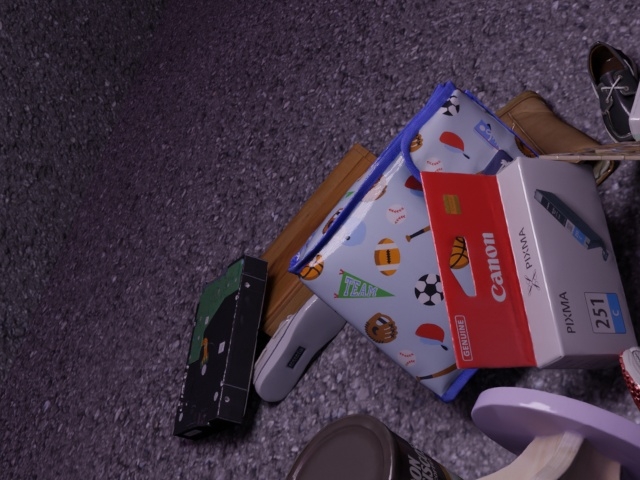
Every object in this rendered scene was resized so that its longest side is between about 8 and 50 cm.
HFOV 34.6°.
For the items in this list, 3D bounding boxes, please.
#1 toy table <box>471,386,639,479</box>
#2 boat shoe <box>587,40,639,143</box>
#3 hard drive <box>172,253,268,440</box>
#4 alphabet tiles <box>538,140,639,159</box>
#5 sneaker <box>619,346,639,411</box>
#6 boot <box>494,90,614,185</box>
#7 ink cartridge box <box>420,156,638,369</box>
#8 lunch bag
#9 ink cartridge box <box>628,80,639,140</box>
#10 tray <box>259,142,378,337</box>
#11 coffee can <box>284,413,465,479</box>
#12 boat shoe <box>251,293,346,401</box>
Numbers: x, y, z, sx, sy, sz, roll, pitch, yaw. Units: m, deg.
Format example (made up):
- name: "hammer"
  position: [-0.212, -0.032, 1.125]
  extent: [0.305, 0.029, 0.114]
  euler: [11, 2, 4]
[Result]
- name: "toy table"
  position: [0.293, 0.303, 1.248]
  extent: [0.274, 0.252, 0.161]
  euler: [6, 54, 37]
- name: "boat shoe"
  position: [0.489, -0.242, 1.699]
  extent: [0.084, 0.079, 0.233]
  euler: [-31, 38, 29]
- name: "hard drive"
  position: [-0.200, 0.219, 2.069]
  extent: [0.237, 0.064, 0.339]
  euler: [-33, 44, 55]
- name: "alphabet tiles"
  position: [0.474, -0.135, 1.498]
  extent: [0.198, 0.237, 0.009]
  euler: [6, 105, 56]
- name: "sneaker"
  position: [0.455, 0.202, 1.286]
  extent: [0.093, 0.088, 0.225]
  euler: [-31, 32, -2]
- name: "boot"
  position: [0.346, -0.131, 1.768]
  extent: [0.236, 0.089, 0.269]
  euler: [-45, 32, 13]
- name: "ink cartridge box"
  position: [0.287, 0.029, 1.412]
  extent: [0.066, 0.261, 0.296]
  euler: [-43, 50, 55]
- name: "lunch bag"
  position: [0.189, -0.004, 1.572]
  extent: [0.385, 0.328, 0.239]
  euler: [-48, 4, 1]
- name: "ink cartridge box"
  position: [0.588, -0.233, 1.520]
  extent: [0.225, 0.056, 0.181]
  euler: [4, 56, 34]
- name: "tray"
  position: [0.000, 0.000, 2.118]
  extent: [0.411, 0.076, 0.203]
  euler: [-51, 30, 4]
- name: "coffee can"
  position: [0.108, 0.380, 1.360]
  extent: [0.201, 0.275, 0.201]
  euler: [-34, 35, 28]
- name: "boat shoe"
  position: [-0.042, 0.183, 1.967]
  extent: [0.267, 0.096, 0.088]
  euler: [-58, 34, 7]
